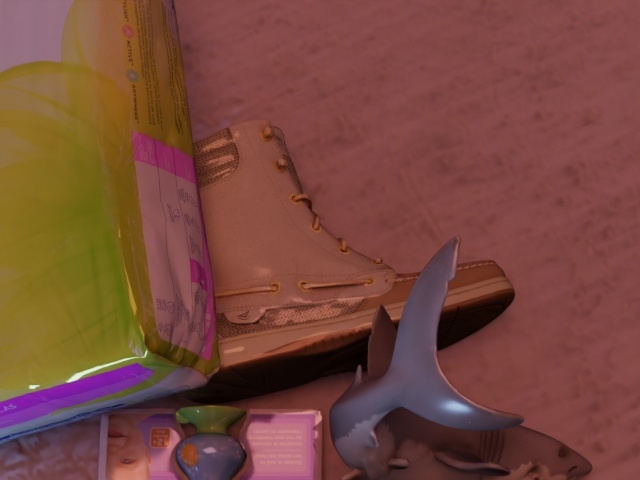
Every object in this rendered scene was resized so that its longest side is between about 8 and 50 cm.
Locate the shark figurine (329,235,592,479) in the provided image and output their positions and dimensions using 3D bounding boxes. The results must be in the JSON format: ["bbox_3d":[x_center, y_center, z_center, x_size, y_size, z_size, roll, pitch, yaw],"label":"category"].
[{"bbox_3d":[0.045,0.082,1.110,0.166,0.278,0.116,-9,69,14],"label":"shark figurine"}]

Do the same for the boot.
[{"bbox_3d":[0.000,0.000,1.233,0.213,0.077,0.165,-13,65,-7],"label":"boot"}]

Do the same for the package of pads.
[{"bbox_3d":[-0.186,-0.032,1.199,0.229,0.101,0.297,-17,69,20],"label":"package of pads"}]

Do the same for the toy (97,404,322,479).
[{"bbox_3d":[-0.069,0.210,1.168,0.136,0.056,0.237,0,70,3],"label":"toy"}]
